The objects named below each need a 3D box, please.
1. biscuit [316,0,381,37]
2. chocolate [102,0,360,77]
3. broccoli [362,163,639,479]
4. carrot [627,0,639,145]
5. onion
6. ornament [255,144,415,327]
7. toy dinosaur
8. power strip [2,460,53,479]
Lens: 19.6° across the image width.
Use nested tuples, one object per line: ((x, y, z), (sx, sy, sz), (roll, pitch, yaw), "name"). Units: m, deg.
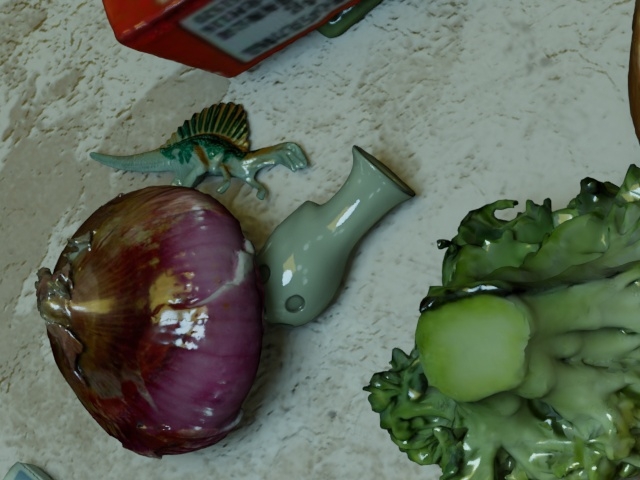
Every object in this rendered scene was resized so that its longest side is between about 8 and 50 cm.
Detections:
((0.095, -0.301, 1.543), (0.322, 0.038, 0.099), (-40, 68, 9), "biscuit")
((-0.033, -0.345, 1.511), (0.360, 0.161, 0.341), (-30, 58, 18), "chocolate")
((0.164, 0.076, 1.297), (0.248, 0.245, 0.288), (25, 108, 23), "broccoli")
((0.361, -0.110, 1.357), (0.258, 0.100, 0.307), (-39, 74, 9), "carrot")
((-0.148, 0.061, 1.461), (0.230, 0.163, 0.230), (-3, 86, 43), "onion")
((0.000, 0.000, 1.489), (0.156, 0.075, 0.081), (-50, 59, 7), "ornament")
((-0.103, -0.076, 1.575), (0.187, 0.044, 0.106), (28, 75, 39), "toy dinosaur")
((-0.209, 0.264, 1.534), (0.192, 0.035, 0.081), (35, 92, 27), "power strip")
